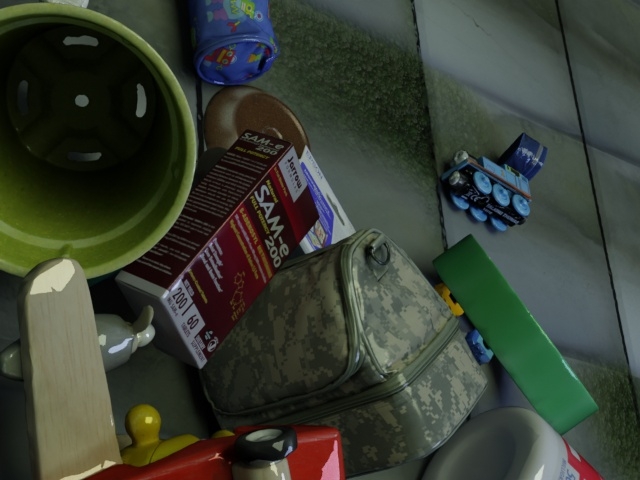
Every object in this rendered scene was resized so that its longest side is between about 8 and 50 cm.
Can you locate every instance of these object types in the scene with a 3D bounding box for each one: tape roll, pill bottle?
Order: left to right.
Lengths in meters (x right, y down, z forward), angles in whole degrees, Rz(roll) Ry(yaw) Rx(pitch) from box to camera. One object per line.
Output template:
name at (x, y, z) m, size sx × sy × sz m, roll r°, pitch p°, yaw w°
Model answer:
tape roll at (0.289, 0.139, 1.650) m, size 0.321 × 0.077 × 0.321 m, roll 52°, pitch 6°, yaw -8°
pill bottle at (0.344, 0.439, 1.562) m, size 0.407 × 0.229 × 0.229 m, roll 44°, pitch 44°, yaw -21°

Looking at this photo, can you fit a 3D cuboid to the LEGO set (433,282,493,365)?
LEGO set at (0.179, 0.145, 1.648) m, size 0.227 × 0.087 × 0.093 m, roll 54°, pitch 36°, yaw -9°

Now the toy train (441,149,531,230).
toy train at (0.287, -0.090, 1.900) m, size 0.184 × 0.080 × 0.105 m, roll 26°, pitch 44°, yaw -32°

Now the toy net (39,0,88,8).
toy net at (-0.316, -0.307, 1.308) m, size 0.122 × 0.045 × 0.232 m, roll 0°, pitch 35°, yaw -32°

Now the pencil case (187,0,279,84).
pencil case at (-0.129, -0.375, 1.577) m, size 0.133 × 0.119 × 0.306 m, roll -1°, pitch 69°, yaw -15°

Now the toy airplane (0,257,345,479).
toy airplane at (-0.214, 0.267, 1.093) m, size 0.384 × 0.272 × 0.386 m, roll 35°, pitch 84°, yaw -15°

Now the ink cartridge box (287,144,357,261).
ink cartridge box at (0.000, 0.000, 1.530) m, size 0.206 × 0.045 × 0.208 m, roll 59°, pitch 21°, yaw -23°

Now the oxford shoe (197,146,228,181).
oxford shoe at (-0.103, -0.022, 1.468) m, size 0.076 × 0.076 × 0.212 m, roll -92°, pitch 166°, yaw -87°

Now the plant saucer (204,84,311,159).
plant saucer at (-0.077, -0.139, 1.576) m, size 0.198 × 0.036 × 0.199 m, roll 22°, pitch 55°, yaw -36°

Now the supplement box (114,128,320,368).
supplement box at (-0.106, 0.007, 1.219) m, size 0.239 × 0.073 × 0.130 m, roll -53°, pitch 144°, yaw -27°

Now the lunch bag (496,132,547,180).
lunch bag at (0.360, -0.136, 1.984) m, size 0.065 × 0.098 × 0.067 m, roll 34°, pitch 48°, yaw -5°

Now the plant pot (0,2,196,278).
plant pot at (-0.270, -0.128, 1.184) m, size 0.276 × 0.276 × 0.254 m, roll 47°, pitch 8°, yaw -18°

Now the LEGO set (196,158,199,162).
LEGO set at (-0.189, -0.103, 1.458) m, size 0.054 × 0.023 × 0.083 m, roll 30°, pitch 64°, yaw -29°

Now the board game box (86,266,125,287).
board game box at (-0.171, -0.016, 1.320) m, size 0.210 × 0.160 × 0.047 m, roll -23°, pitch 88°, yaw -48°

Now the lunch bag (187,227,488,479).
lunch bag at (0.003, 0.138, 1.319) m, size 0.212 × 0.305 × 0.256 m, roll -34°, pitch 99°, yaw -51°
